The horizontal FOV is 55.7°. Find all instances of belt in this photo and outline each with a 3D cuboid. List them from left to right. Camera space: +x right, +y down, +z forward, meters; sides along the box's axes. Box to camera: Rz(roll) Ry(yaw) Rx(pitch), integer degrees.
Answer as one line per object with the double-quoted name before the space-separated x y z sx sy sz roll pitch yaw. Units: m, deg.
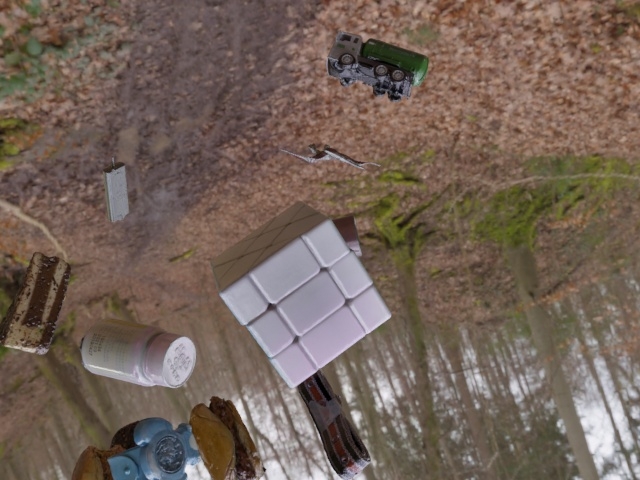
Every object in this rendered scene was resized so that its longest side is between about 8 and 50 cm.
"belt" 0.032 0.504 1.677 0.094 0.126 0.359 -37 -149 0

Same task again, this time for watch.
"watch" -0.440 0.570 1.573 0.193 0.211 0.211 -26 180 33

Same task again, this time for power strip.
"power strip" -0.759 -0.194 2.250 0.034 0.268 0.092 23 -142 20

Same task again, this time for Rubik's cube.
"Rubik's cube" -0.063 0.122 1.568 0.319 0.316 0.322 -35 -161 -6

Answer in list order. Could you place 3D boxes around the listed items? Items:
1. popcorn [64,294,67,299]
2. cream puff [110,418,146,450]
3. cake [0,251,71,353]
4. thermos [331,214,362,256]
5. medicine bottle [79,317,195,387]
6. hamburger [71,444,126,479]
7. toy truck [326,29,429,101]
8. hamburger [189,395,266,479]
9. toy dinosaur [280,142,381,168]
"popcorn" -0.894 0.197 2.040 0.084 0.084 0.084 -17 -175 2
"cream puff" -0.665 0.780 2.270 0.239 0.165 0.239 -13 140 -11
"cake" -0.707 0.167 1.521 0.112 0.246 0.135 25 -177 -35
"thermos" 0.000 0.000 2.095 0.265 0.146 0.176 -11 146 3
"medicine bottle" -0.658 0.407 2.186 0.379 0.213 0.213 6 -164 26
"hamburger" -0.719 0.822 1.946 0.170 0.314 0.290 7 -179 -17
"toy truck" 0.142 -0.437 1.508 0.242 0.125 0.101 19 165 8
"hamburger" -0.290 0.599 1.835 0.155 0.245 0.282 -17 -169 -29
"toy dinosaur" 0.022 -0.168 1.206 0.220 0.032 0.108 2 -163 -24
